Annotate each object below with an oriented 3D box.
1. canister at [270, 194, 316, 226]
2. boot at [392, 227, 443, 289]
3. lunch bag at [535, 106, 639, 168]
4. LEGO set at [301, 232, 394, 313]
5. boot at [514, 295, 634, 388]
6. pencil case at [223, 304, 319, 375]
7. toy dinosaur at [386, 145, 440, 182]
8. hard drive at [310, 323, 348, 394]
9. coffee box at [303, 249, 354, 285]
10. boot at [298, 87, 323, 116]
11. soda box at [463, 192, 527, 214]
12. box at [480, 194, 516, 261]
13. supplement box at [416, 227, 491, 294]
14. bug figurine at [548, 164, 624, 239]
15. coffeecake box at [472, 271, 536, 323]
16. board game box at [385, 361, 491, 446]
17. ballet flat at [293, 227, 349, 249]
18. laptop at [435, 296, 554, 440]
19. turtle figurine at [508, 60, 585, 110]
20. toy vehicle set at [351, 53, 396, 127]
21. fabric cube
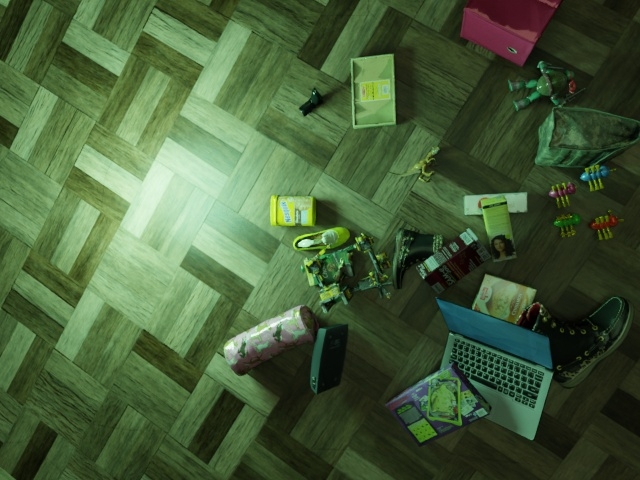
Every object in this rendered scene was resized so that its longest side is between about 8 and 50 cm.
[{"bbox_3d":[-0.107,-0.117,1.992,0.170,0.073,0.126,1,93,11],"label":"canister"},{"bbox_3d":[0.365,0.077,1.889,0.179,0.085,0.236,6,95,9],"label":"boot"},{"bbox_3d":[0.895,-0.332,1.676,0.287,0.235,0.168,7,88,13],"label":"lunch bag"},{"bbox_3d":[0.092,0.124,1.853,0.332,0.192,0.254,-16,91,11],"label":"LEGO set"},{"bbox_3d":[0.858,0.302,1.730,0.284,0.138,0.377,31,106,-8],"label":"boot"},{"bbox_3d":[-0.194,0.398,1.987,0.386,0.160,0.167,-26,90,12],"label":"pencil case"},{"bbox_3d":[0.372,-0.270,1.894,0.212,0.064,0.112,-34,67,3],"label":"toy dinosaur"},{"bbox_3d":[0.032,0.451,1.940,0.054,0.172,0.254,12,98,35],"label":"hard drive"},{"bbox_3d":[0.034,0.109,1.985,0.184,0.040,0.113,-13,90,13],"label":"coffee box"},{"bbox_3d":[-0.041,-0.534,1.939,0.099,0.121,0.045,-36,82,5],"label":"boot"},{"bbox_3d":[0.635,-0.133,1.827,0.216,0.069,0.073,-2,92,13],"label":"soda box"},{"bbox_3d":[0.637,-0.040,1.790,0.087,0.058,0.232,-13,113,16],"label":"box"},{"bbox_3d":[0.487,0.079,1.834,0.239,0.130,0.073,-38,39,12],"label":"supplement box"},{"bbox_3d":[0.916,-0.132,1.737,0.216,0.072,0.278,-12,114,23],"label":"bug figurine"},{"bbox_3d":[0.669,0.212,1.833,0.186,0.068,0.142,18,98,12],"label":"coffeecake box"},{"bbox_3d":[0.426,0.611,1.847,0.208,0.056,0.347,49,125,3],"label":"board game box"},{"bbox_3d":[0.000,0.000,1.969,0.231,0.077,0.077,-11,89,13],"label":"ballet flat"},{"bbox_3d":[0.561,0.438,1.711,0.382,0.236,0.407,18,99,37],"label":"laptop"},{"bbox_3d":[0.794,-0.549,1.757,0.234,0.118,0.175,-16,89,18],"label":"turtle figurine"},{"bbox_3d":[0.205,-0.571,1.922,0.166,0.035,0.266,-1,92,13],"label":"toy vehicle set"},{"bbox_3d":[0.657,-0.792,1.701,0.258,0.254,0.259,31,99,9],"label":"fabric cube"}]
